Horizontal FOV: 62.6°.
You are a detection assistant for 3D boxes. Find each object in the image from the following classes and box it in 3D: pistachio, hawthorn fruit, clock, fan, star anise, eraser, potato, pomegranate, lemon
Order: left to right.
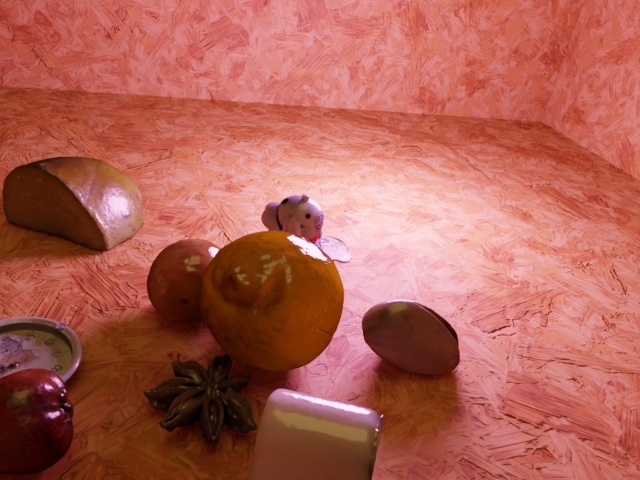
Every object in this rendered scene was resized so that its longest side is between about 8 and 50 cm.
[{"bbox_3d":[-0.496,0.291,0.815,0.204,0.162,0.162,-13,35,-14],"label":"hawthorn fruit"},{"bbox_3d":[-0.568,0.232,0.977,0.237,0.053,0.236,8,31,-5],"label":"clock"},{"bbox_3d":[-0.641,-0.149,1.450,0.330,0.212,0.280,17,32,11],"label":"potato"},{"bbox_3d":[-0.291,0.088,1.168,0.191,0.191,0.191,6,30,-4],"label":"pomegranate"},{"bbox_3d":[-0.219,0.285,0.956,0.197,0.073,0.212,5,27,-13],"label":"star anise"},{"bbox_3d":[-0.094,0.118,1.048,0.297,0.297,0.297,6,30,-4],"label":"lemon"},{"bbox_3d":[-0.063,-0.002,1.313,0.189,0.253,0.189,2,29,-1],"label":"clock"},{"bbox_3d":[-0.010,0.330,0.701,0.150,0.331,0.331,13,31,8],"label":"eraser"},{"bbox_3d":[0.000,0.000,1.558,0.153,0.008,0.226,0,32,-12],"label":"fan"},{"bbox_3d":[0.196,0.206,1.135,0.238,0.153,0.137,30,37,-15],"label":"pistachio"}]
